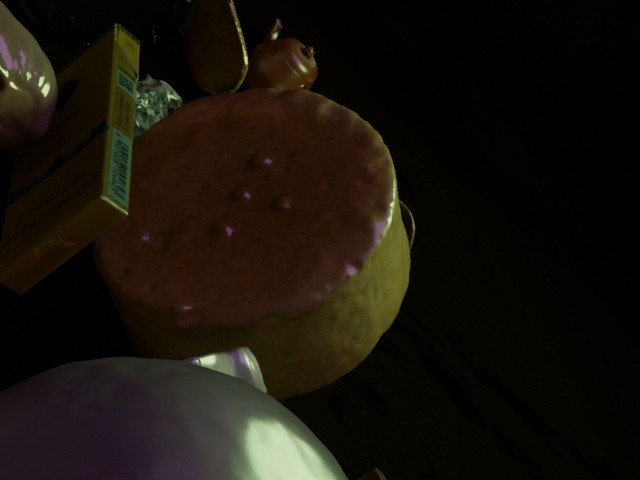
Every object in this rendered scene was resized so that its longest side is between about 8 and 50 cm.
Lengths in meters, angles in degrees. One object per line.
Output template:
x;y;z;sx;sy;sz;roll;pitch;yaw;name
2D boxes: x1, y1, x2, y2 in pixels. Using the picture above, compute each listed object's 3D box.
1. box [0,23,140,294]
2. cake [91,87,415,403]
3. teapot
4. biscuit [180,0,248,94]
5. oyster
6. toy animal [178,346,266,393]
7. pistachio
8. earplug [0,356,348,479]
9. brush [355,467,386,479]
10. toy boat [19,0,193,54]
-0.252;-0.089;1.196;0.041;0.153;0.279;38;31;-34;box
-0.057;0.045;1.272;0.321;0.332;0.332;74;2;-53;cake
-0.051;-0.258;1.814;0.116;0.116;0.173;11;51;-57;teapot
-0.161;-0.320;1.628;0.029;0.118;0.247;-24;102;-49;biscuit
-0.227;-0.153;1.434;0.252;0.087;0.199;41;27;-55;oyster
-0.111;0.234;0.990;0.206;0.271;0.265;-14;84;-37;toy animal
-0.353;-0.184;1.176;0.223;0.126;0.152;49;-9;-3;pistachio
-0.154;0.248;0.687;0.312;0.394;0.313;42;29;-30;earplug
0.086;0.356;1.328;0.123;0.059;0.197;70;-5;-74;brush
-0.284;-0.323;1.501;0.092;0.134;0.299;28;13;28;toy boat
